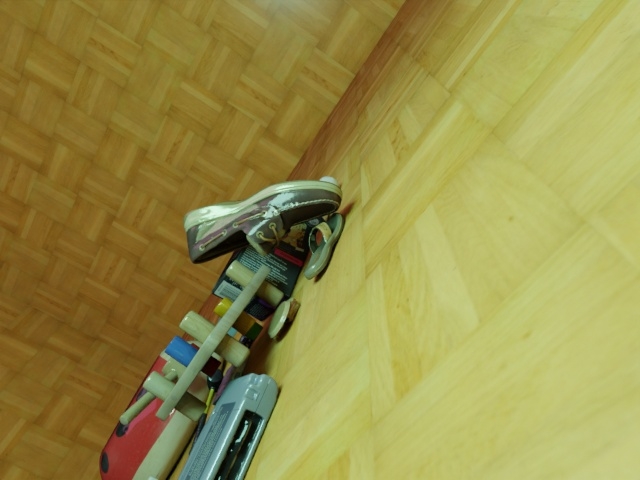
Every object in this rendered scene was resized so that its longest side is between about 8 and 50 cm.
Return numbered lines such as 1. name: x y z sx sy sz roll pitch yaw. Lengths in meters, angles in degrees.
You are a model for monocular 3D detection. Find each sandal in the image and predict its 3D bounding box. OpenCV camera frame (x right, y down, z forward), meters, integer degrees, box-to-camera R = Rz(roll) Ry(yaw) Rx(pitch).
1. sandal: 0.000 0.000 0.910 0.072 0.049 0.180 -45 13 45

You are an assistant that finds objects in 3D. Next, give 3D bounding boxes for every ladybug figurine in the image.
1. ladybug figurine: -0.410 0.449 1.188 0.449 0.162 0.305 -64 13 -23

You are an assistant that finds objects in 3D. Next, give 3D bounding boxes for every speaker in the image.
1. speaker: 0.004 -0.092 1.119 0.055 0.055 0.136 -45 18 47

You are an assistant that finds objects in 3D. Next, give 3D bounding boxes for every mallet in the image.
1. mallet: -0.252 0.371 1.027 0.190 0.039 0.062 -79 1 -50

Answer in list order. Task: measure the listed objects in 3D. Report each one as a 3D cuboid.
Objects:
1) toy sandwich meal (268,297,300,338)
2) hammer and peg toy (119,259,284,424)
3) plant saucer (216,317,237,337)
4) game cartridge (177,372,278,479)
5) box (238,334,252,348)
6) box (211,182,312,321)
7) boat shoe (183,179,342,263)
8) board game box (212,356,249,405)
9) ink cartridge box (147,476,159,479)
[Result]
1. toy sandwich meal: -0.069 0.149 0.882 0.085 0.029 0.085 -56 15 23
2. hammer and peg toy: -0.229 0.231 0.923 0.361 0.127 0.266 -53 3 29
3. plant saucer: -0.254 0.191 1.489 0.317 0.043 0.317 -54 13 19
4. game cartridge: -0.168 0.354 0.713 0.297 0.062 0.198 -65 9 -29
5. box: -0.185 0.253 1.108 0.067 0.018 0.083 -62 12 -13
6. box: -0.122 0.026 1.118 0.165 0.143 0.270 -44 18 47
7. boat shoe: -0.115 -0.025 0.944 0.123 0.342 0.123 55 -155 -67
8. board game box: -0.196 0.305 1.020 0.090 0.020 0.090 -49 14 38
9. ink cartridge box: -0.347 0.550 0.907 0.198 0.067 0.115 -53 12 22
